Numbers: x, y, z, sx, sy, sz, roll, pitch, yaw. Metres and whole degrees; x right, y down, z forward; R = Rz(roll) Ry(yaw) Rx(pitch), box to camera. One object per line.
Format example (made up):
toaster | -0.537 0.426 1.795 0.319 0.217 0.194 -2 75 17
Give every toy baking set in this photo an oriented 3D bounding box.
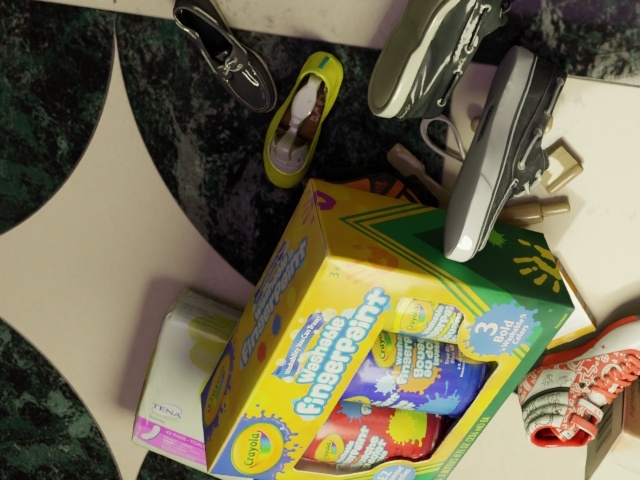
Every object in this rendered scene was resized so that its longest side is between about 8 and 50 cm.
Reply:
toy baking set | 0.233 -0.102 1.591 0.256 0.030 0.197 -15 108 18

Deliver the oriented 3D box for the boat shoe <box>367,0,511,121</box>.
boat shoe | 0.184 -0.294 1.456 0.113 0.127 0.340 14 117 -26

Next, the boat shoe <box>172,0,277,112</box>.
boat shoe | -0.138 -0.257 1.592 0.075 0.065 0.206 -28 107 27

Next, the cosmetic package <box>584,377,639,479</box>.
cosmetic package | 0.551 0.338 1.663 0.296 0.153 0.129 24 122 1

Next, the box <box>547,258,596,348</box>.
box | 0.337 0.088 1.662 0.081 0.028 0.136 -26 105 26

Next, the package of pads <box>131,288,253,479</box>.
package of pads | -0.174 0.243 1.851 0.229 0.101 0.297 22 120 2

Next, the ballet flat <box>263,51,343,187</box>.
ballet flat | -0.034 -0.161 1.606 0.077 0.077 0.231 25 122 1

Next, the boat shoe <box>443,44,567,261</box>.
boat shoe | 0.245 -0.102 1.466 0.102 0.301 0.108 23 162 -8

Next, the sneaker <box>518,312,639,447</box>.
sneaker | 0.406 0.210 1.624 0.270 0.145 0.090 -27 129 31

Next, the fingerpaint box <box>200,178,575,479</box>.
fingerpaint box | 0.077 0.163 1.599 0.371 0.163 0.445 13 128 -22

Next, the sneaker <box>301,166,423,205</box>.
sneaker | 0.000 0.000 1.672 0.321 0.124 0.180 -32 101 17
